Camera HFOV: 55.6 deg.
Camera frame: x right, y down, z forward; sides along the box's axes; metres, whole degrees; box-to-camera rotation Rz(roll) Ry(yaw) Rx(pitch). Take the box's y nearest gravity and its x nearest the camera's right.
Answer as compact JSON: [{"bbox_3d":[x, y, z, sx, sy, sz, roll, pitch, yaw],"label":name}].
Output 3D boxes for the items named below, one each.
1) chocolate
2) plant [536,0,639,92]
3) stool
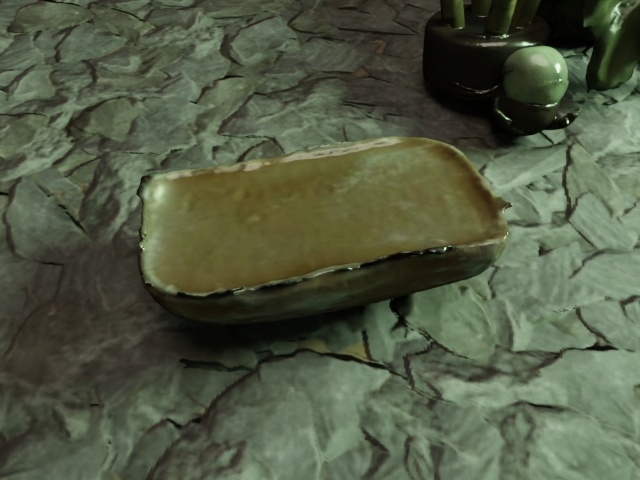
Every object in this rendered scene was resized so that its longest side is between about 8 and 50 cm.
[{"bbox_3d":[-0.001,0.001,0.455,0.262,0.083,0.161,-8,40,-3],"label":"chocolate"},{"bbox_3d":[0.328,-0.304,0.648,0.216,0.213,0.312,-1,49,-6],"label":"plant"},{"bbox_3d":[0.180,-0.191,0.609,0.125,0.121,0.217,-11,44,-13],"label":"stool"}]
